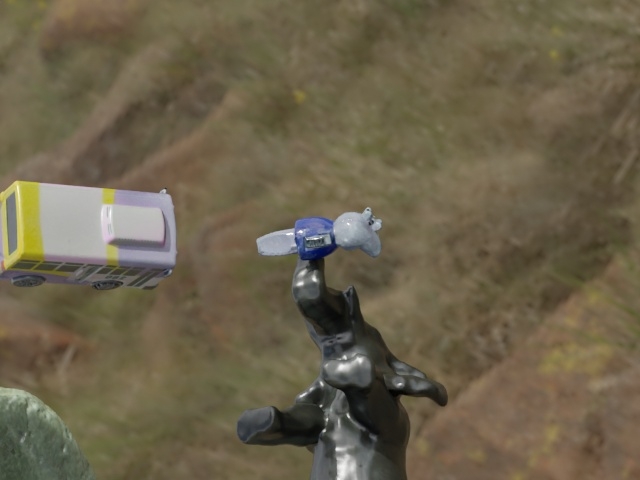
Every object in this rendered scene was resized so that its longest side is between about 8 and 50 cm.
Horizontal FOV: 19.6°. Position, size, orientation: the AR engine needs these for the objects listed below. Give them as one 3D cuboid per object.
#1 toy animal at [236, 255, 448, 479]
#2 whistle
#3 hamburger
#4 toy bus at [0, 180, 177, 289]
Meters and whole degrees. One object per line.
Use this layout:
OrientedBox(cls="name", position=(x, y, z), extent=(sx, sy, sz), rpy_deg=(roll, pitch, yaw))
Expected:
OrientedBox(cls="toy animal", position=(0.010, 0.133, 1.213), extent=(0.114, 0.146, 0.245), rpy_deg=(-1, 76, 26))
OrientedBox(cls="whistle", position=(0.000, 0.000, 1.204), extent=(0.029, 0.083, 0.033), rpy_deg=(-50, -48, -77))
OrientedBox(cls="hamburger", position=(-0.150, 0.120, 0.909), extent=(0.054, 0.121, 0.084), rpy_deg=(-18, 16, 47))
OrientedBox(cls="toy bus", position=(-0.130, -0.003, 1.033), extent=(0.058, 0.102, 0.052), rpy_deg=(-31, 60, 56))
